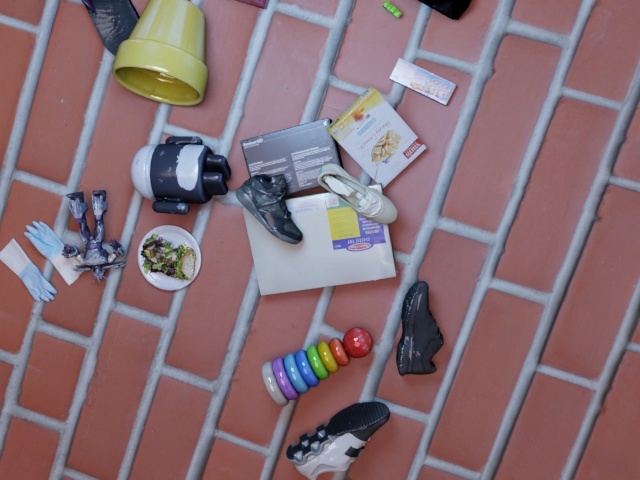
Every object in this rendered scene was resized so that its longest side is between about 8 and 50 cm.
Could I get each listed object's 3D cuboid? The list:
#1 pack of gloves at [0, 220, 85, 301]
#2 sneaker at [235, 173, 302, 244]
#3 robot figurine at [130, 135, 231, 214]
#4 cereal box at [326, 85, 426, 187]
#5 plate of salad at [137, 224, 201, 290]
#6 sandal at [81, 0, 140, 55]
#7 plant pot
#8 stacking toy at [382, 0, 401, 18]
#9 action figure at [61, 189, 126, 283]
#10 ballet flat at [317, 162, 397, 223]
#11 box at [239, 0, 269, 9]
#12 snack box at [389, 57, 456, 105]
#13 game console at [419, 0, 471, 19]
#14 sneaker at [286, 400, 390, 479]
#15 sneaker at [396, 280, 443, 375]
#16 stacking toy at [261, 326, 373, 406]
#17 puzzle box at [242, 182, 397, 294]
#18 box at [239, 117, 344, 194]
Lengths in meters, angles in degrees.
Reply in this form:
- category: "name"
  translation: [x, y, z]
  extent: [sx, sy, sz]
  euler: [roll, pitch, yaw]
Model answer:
- category: "pack of gloves"
  translation: [-0.877, 0.069, 1.980]
  extent: [0.195, 0.046, 0.232]
  euler: [-43, 89, 8]
- category: "sneaker"
  translation: [-0.114, -0.095, 1.756]
  extent: [0.130, 0.087, 0.227]
  euler: [-42, 95, 22]
- category: "robot figurine"
  translation: [-0.403, -0.191, 1.837]
  extent: [0.278, 0.209, 0.173]
  euler: [3, 117, 6]
- category: "cereal box"
  translation: [0.157, -0.282, 1.765]
  extent: [0.173, 0.047, 0.240]
  euler: [-44, 118, 9]
- category: "plate of salad"
  translation: [-0.460, 0.054, 1.925]
  extent: [0.200, 0.048, 0.199]
  euler: [1, 96, 7]
- category: "sandal"
  translation: [-0.655, -0.746, 1.848]
  extent: [0.168, 0.107, 0.445]
  euler: [-33, 90, 9]
- category: "plant pot"
  translation: [-0.427, -0.537, 1.784]
  extent: [0.254, 0.254, 0.238]
  euler: [10, 80, 6]
- category: "stacking toy"
  translation: [0.187, -0.754, 1.775]
  extent: [0.221, 0.052, 0.167]
  euler: [41, 100, 0]
- category: "action figure"
  translation: [-0.689, -0.006, 1.922]
  extent: [0.186, 0.099, 0.284]
  euler: [-7, 99, -10]
- category: "ballet flat"
  translation: [0.097, -0.119, 1.728]
  extent: [0.248, 0.086, 0.086]
  euler: [33, 98, 1]
- category: "box"
  translation: [-0.183, -0.821, 1.760]
  extent: [0.142, 0.154, 0.299]
  euler: [19, 96, 5]
- category: "snack box"
  translation: [0.288, -0.448, 1.800]
  extent: [0.178, 0.022, 0.064]
  euler: [27, 97, 4]
- category: "game console"
  translation: [0.358, -0.802, 1.729]
  extent: [0.213, 0.044, 0.361]
  euler: [23, 87, -16]
- category: "sneaker"
  translation: [0.075, 0.597, 1.884]
  extent: [0.331, 0.122, 0.146]
  euler: [-30, 109, 8]
- category: "sneaker"
  translation: [0.293, 0.254, 1.831]
  extent: [0.130, 0.109, 0.286]
  euler: [5, 105, 0]
- category: "stacking toy"
  translation: [0.001, 0.355, 1.857]
  extent: [0.330, 0.141, 0.141]
  euler: [-26, 91, 4]
- category: "puzzle box"
  translation: [0.000, 0.000, 1.837]
  extent: [0.409, 0.052, 0.272]
  euler: [-8, 100, 11]
- category: "box"
  translation: [-0.075, -0.229, 1.824]
  extent: [0.261, 0.103, 0.184]
  euler: [-13, 98, 8]
